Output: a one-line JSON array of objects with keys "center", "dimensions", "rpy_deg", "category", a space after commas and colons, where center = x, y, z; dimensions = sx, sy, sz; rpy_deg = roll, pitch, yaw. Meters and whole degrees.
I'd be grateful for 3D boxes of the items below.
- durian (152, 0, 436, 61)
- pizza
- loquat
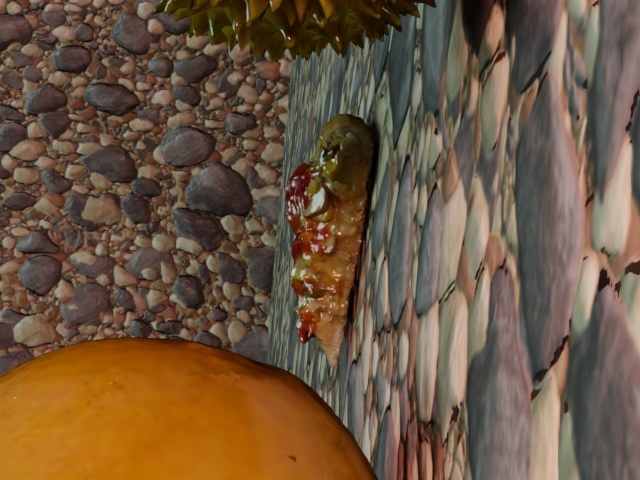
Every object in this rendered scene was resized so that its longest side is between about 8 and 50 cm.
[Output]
[{"center": [-0.013, -0.215, 0.475], "dimensions": [0.291, 0.225, 0.291], "rpy_deg": [51, -153, -39], "category": "durian"}, {"center": [0.000, 0.000, 0.921], "dimensions": [0.188, 0.062, 0.199], "rpy_deg": [111, 163, -81], "category": "pizza"}, {"center": [-0.084, 0.178, 0.558], "dimensions": [0.263, 0.263, 0.263], "rpy_deg": [-174, 90, -85], "category": "loquat"}]
